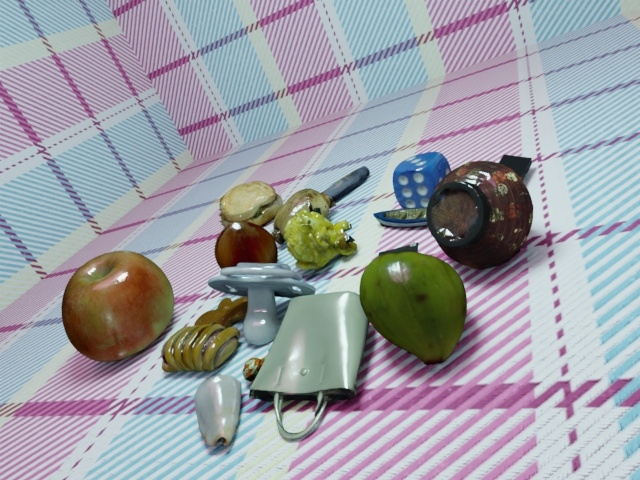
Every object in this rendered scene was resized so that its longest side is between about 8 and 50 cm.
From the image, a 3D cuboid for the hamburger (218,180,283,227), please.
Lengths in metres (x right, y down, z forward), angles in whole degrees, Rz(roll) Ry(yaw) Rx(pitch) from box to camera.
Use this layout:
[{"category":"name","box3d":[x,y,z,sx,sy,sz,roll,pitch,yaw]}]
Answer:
[{"category":"hamburger","box3d":[-0.292,-0.129,1.931,0.286,0.146,0.243,-14,32,10]}]

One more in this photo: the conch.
[{"category":"conch","box3d":[-0.206,0.347,0.984,0.104,0.094,0.176,-15,50,-9]}]

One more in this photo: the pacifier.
[{"category":"pacifier","box3d":[-0.155,0.156,1.202,0.279,0.227,0.207,0,74,13]}]

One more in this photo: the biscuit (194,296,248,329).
[{"category":"biscuit","box3d":[-0.256,0.205,1.344,0.205,0.031,0.138,-22,30,3]}]

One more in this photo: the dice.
[{"category":"dice","box3d":[0.310,-0.176,1.449,0.146,0.143,0.146,-6,27,38]}]

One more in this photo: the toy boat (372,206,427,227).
[{"category":"toy boat","box3d":[0.252,-0.065,1.395,0.229,0.046,0.080,-2,34,42]}]

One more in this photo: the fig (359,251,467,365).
[{"category":"fig","box3d":[0.176,0.132,0.918,0.203,0.203,0.225,-18,58,16]}]

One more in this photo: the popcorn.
[{"category":"popcorn","box3d":[-0.005,-0.009,1.388,0.195,0.168,0.173,-21,-15,-15]}]

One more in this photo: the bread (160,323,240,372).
[{"category":"bread","box3d":[-0.313,0.267,1.215,0.225,0.081,0.134,-9,30,31]}]

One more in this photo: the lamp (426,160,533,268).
[{"category":"lamp","box3d":[0.358,-0.057,1.075,0.247,0.247,0.247,-21,24,10]}]

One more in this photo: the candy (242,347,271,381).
[{"category":"candy","box3d":[-0.109,0.254,1.100,0.185,0.049,0.055,-39,-17,-41]}]

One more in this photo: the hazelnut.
[{"category":"hazelnut","box3d":[-0.234,0.029,1.474,0.208,0.208,0.208,-21,24,10]}]

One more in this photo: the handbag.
[{"category":"handbag","box3d":[-0.022,0.241,0.971,0.241,0.109,0.315,-12,31,29]}]

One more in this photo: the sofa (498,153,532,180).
[{"category":"sofa","box3d":[0.538,-0.182,1.361,0.085,0.060,0.147,13,42,30]}]

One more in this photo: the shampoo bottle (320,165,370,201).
[{"category":"shampoo bottle","box3d":[0.094,-0.210,1.834,0.234,0.049,0.087,-36,28,-23]}]

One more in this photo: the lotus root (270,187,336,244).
[{"category":"lotus root","box3d":[-0.063,-0.091,1.636,0.257,0.140,0.154,-42,22,-21]}]

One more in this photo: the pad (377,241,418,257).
[{"category":"pad","box3d":[0.193,0.067,1.234,0.116,0.004,0.193,-16,27,23]}]

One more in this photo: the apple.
[{"category":"apple","box3d":[-0.599,0.185,1.417,0.319,0.277,0.319,-19,26,10]}]
